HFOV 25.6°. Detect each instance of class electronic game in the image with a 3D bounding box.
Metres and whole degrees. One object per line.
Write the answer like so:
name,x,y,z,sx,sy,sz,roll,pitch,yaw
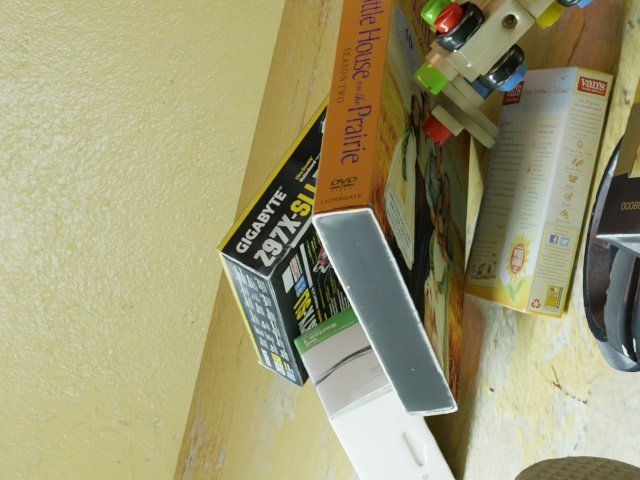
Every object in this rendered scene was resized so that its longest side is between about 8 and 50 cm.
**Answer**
electronic game,0.269,-0.005,1.154,0.229,0.048,0.229,-169,90,-83

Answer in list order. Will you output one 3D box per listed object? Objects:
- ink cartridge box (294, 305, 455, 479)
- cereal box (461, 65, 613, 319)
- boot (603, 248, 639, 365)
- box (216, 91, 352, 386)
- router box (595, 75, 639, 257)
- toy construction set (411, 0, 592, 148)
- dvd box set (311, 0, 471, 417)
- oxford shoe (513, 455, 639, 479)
ink cartridge box,0.059,0.192,1.568,0.160,0.093,0.219,62,180,-21
cereal box,0.213,-0.051,1.401,0.173,0.047,0.240,-159,82,-75
boot,0.325,-0.033,0.769,0.445,0.146,0.366,-135,52,-75
box,0.000,0.000,1.679,0.257,0.079,0.322,-54,-21,-19
router box,0.286,-0.104,0.669,0.309,0.081,0.242,-4,66,61
toy construction set,0.178,-0.235,1.334,0.327,0.151,0.215,-61,16,12
dvd box set,0.087,-0.076,1.451,0.420,0.062,0.307,-82,-24,-43
oxford shoe,0.221,0.293,0.924,0.449,0.169,0.130,-112,19,-62
